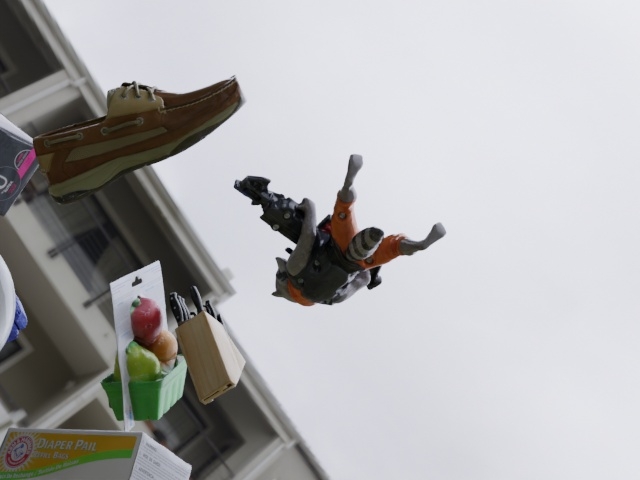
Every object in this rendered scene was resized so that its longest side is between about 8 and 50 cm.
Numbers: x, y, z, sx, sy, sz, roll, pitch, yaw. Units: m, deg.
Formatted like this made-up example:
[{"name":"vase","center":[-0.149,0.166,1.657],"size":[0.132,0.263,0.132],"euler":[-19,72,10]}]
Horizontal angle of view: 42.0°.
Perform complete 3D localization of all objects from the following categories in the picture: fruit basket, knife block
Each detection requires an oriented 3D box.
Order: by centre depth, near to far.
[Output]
[{"name":"knife block","center":[-0.282,0.228,1.952],"size":[0.242,0.088,0.276],"euler":[56,6,-6]},{"name":"fruit basket","center":[-0.443,0.248,2.043],"size":[0.165,0.327,0.353],"euler":[-9,-83,10]}]

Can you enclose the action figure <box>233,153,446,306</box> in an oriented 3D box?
[{"name":"action figure","center":[0.000,0.000,1.455],"size":[0.341,0.179,0.330],"euler":[30,-46,-15]}]

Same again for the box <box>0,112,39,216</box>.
[{"name":"box","center":[-0.709,-0.193,1.691],"size":[0.270,0.165,0.143],"euler":[35,1,36]}]

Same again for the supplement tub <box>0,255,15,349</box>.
[{"name":"supplement tub","center":[-0.533,0.109,1.049],"size":[0.338,0.207,0.207],"euler":[-25,-80,50]}]

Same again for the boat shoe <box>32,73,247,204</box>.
[{"name":"boat shoe","center":[-0.266,-0.168,1.205],"size":[0.120,0.323,0.122],"euler":[64,0,-16]}]

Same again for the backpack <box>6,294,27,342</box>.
[{"name":"backpack","center":[-0.672,0.145,1.728],"size":[0.120,0.101,0.098],"euler":[52,-28,25]}]

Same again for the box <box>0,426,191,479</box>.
[{"name":"box","center":[-0.274,0.289,0.973],"size":[0.203,0.103,0.114],"euler":[-5,-36,25]}]
